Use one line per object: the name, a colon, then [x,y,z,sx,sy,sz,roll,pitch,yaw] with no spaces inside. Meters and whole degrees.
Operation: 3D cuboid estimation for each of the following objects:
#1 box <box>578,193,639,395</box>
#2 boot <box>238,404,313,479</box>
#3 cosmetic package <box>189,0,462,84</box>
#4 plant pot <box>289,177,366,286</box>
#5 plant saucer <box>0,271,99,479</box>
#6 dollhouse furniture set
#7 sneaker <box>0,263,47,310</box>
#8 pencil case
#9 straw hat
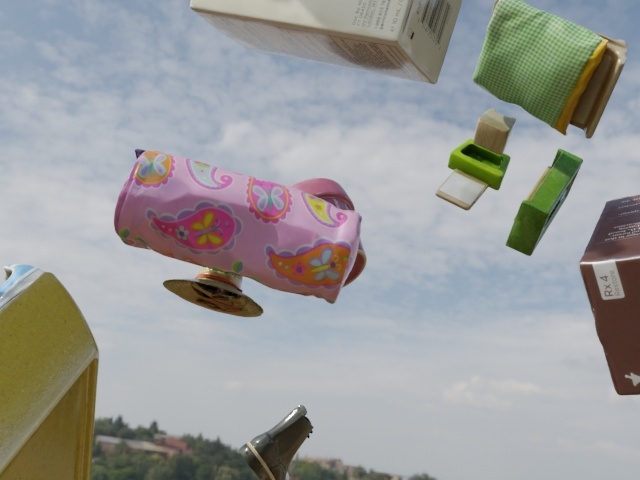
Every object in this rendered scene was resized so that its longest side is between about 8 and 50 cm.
box: [0.411,0.047,0.783,0.167,0.168,0.203,-11,17,34]
boot: [-0.056,0.386,1.276,0.077,0.137,0.198,46,-13,30]
cosmetic package: [0.008,-0.300,0.868,0.296,0.129,0.153,18,2,26]
plant pot: [0.000,0.000,1.451,0.201,0.180,0.201,-19,-38,-15]
plant saucer: [-0.289,0.244,0.629,0.081,0.332,0.332,12,22,3]
dollhouse furniture set: [0.279,-0.160,0.994,0.198,0.151,0.301,29,-36,20]
sneaker: [-0.413,0.126,0.865,0.086,0.237,0.085,15,-45,3]
pencil case: [-0.096,-0.016,0.821,0.284,0.124,0.124,15,-18,-2]
straw hat: [-0.131,0.050,0.913,0.145,0.061,0.144,14,-20,5]
